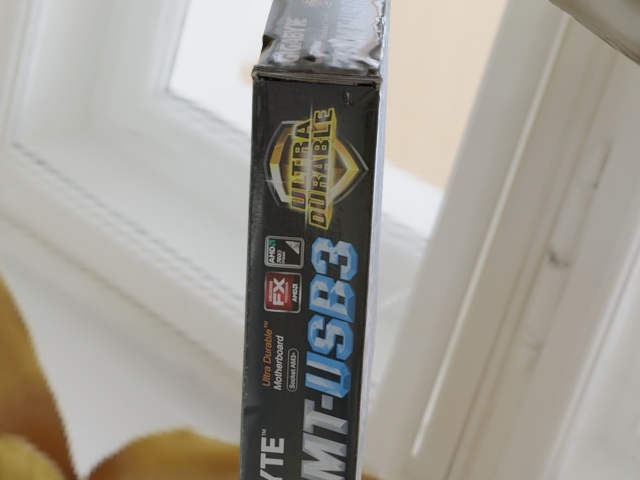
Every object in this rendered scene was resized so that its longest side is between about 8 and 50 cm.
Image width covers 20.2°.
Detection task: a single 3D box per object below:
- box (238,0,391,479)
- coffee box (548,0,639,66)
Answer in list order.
[{"bbox_3d":[0.000,0.000,1.019,0.073,0.295,0.293,4,-157,4],"label":"box"},{"bbox_3d":[0.154,-0.101,0.405,0.119,0.168,0.297,-3,-148,-29],"label":"coffee box"}]
